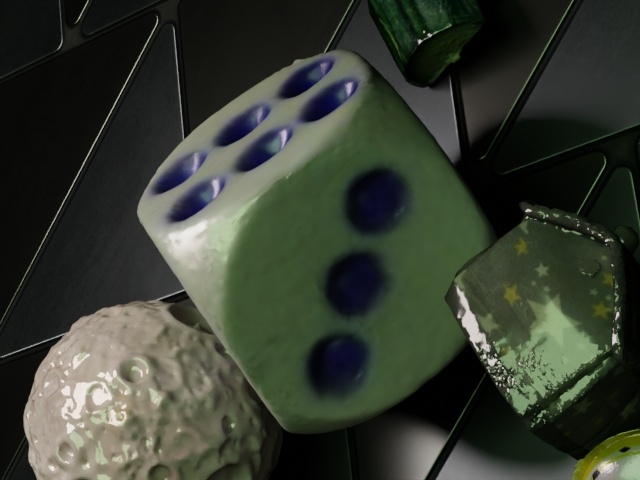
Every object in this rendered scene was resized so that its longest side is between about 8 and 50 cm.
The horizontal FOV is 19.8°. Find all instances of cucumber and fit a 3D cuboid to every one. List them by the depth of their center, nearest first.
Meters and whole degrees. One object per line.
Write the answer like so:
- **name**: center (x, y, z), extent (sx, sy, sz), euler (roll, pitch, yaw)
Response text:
- **cucumber**: center (0.095, -0.219, 1.813), extent (0.116, 0.062, 0.115), euler (-56, 45, 39)

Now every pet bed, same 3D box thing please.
- **pet bed**: center (0.230, 0.072, 1.553), extent (0.159, 0.211, 0.183), euler (-39, 56, 13)

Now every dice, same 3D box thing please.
- **dice**: center (0.000, 0.000, 1.665), extent (0.259, 0.251, 0.243), euler (-37, 26, -5)

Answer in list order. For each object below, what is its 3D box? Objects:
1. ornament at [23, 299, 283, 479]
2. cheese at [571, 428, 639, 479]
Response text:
- **ornament**: center (-0.161, 0.177, 1.811), extent (0.259, 0.259, 0.225), euler (34, 107, 39)
- **cheese**: center (0.267, 0.249, 1.548), extent (0.156, 0.064, 0.250), euler (31, 119, -3)
